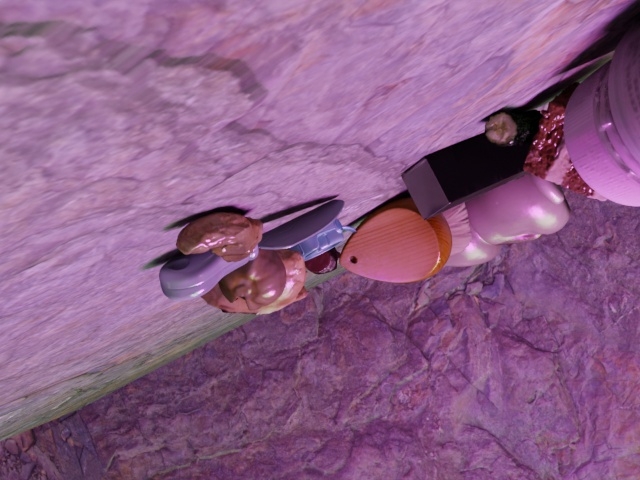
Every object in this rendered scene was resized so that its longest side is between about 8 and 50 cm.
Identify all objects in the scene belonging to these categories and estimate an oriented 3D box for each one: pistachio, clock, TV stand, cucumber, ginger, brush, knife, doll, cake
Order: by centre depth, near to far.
[{"bbox_3d":[-0.108,-0.006,0.829,0.069,0.051,0.173,-22,168,8],"label":"ginger"},{"bbox_3d":[-0.069,0.000,0.980,0.331,0.044,0.080,-26,-153,-36],"label":"knife"},{"bbox_3d":[-0.103,0.048,1.080,0.113,0.113,0.149,-27,-171,1],"label":"pistachio"},{"bbox_3d":[0.421,-0.153,1.132,0.134,0.147,0.135,-35,149,-41],"label":"cake"},{"bbox_3d":[0.307,-0.175,1.134,0.058,0.058,0.187,-31,172,33],"label":"cucumber"},{"bbox_3d":[-0.115,0.060,1.217,0.193,0.115,0.123,-9,141,-14],"label":"ginger"},{"bbox_3d":[0.274,-0.128,1.230,0.269,0.088,0.083,-23,172,-32],"label":"TV stand"},{"bbox_3d":[0.000,-0.001,1.335,0.147,0.045,0.108,-22,174,-41],"label":"clock"},{"bbox_3d":[0.173,-0.007,1.539,0.266,0.174,0.166,-16,-170,34],"label":"brush"},{"bbox_3d":[0.389,-0.074,1.621,0.226,0.215,0.370,2,153,-45],"label":"doll"}]

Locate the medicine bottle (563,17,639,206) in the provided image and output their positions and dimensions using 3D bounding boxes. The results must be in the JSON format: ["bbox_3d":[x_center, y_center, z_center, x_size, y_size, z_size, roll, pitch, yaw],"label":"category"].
[{"bbox_3d":[0.474,-0.177,0.884,0.256,0.256,0.325,-25,176,-17],"label":"medicine bottle"}]

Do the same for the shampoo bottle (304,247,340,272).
[{"bbox_3d":[0.006,0.042,1.641,0.068,0.067,0.236,-18,175,5],"label":"shampoo bottle"}]
